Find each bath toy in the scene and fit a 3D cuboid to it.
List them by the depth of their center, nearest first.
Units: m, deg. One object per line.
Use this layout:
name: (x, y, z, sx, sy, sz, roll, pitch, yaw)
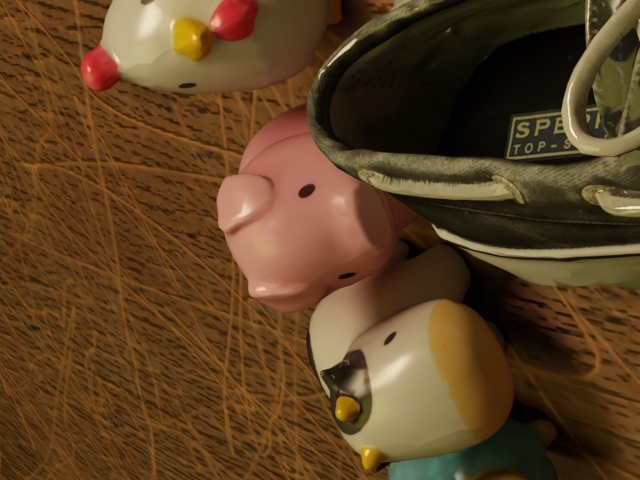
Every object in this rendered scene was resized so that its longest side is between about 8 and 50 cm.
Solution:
bath toy: (0.000, 0.000, 0.970, 0.151, 0.129, 0.348, 6, 127, 63)

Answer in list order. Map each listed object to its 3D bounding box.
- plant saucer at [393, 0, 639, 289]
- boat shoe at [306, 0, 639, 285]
plant saucer: (0.091, -0.044, 0.812, 0.195, 0.037, 0.195, 39, 155, 22)
boat shoe: (0.112, -0.054, 0.532, 0.105, 0.113, 0.306, 21, 166, -33)
